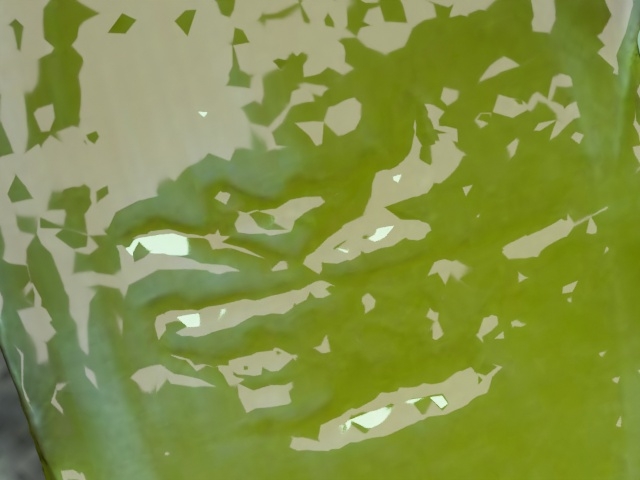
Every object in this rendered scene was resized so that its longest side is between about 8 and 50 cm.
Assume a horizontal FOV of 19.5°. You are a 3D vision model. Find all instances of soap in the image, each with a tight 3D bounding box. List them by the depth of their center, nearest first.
[{"bbox_3d":[0.000,-0.001,0.372,0.135,0.076,0.233,-17,106,-8],"label":"soap"}]
